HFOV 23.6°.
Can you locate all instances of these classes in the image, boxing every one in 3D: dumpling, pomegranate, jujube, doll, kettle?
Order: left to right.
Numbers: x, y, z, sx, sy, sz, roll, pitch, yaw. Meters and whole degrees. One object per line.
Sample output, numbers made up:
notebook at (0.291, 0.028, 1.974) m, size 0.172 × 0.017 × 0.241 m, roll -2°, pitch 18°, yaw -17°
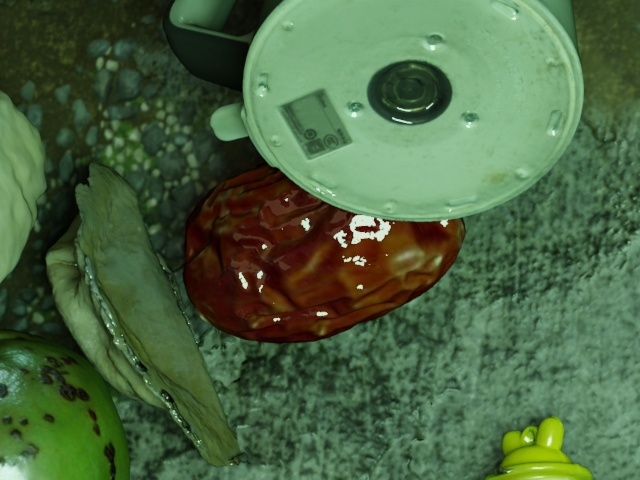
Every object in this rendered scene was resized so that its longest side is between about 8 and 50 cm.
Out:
pomegranate at (-0.281, 0.235, 1.329) m, size 0.291 × 0.291 × 0.323 m, roll -22°, pitch 91°, yaw 12°
dumpling at (-0.186, 0.070, 1.393) m, size 0.086 × 0.166 × 0.332 m, roll -36°, pitch 67°, yaw 21°
jujube at (0.000, 0.000, 1.339) m, size 0.250 × 0.174 × 0.174 m, roll -16°, pitch 73°, yaw 9°
kettle at (0.036, -0.218, 1.280) m, size 0.361 × 0.250 × 0.376 m, roll -17°, pitch 41°, yaw 23°
doll at (0.190, 0.265, 1.252) m, size 0.099 × 0.135 × 0.241 m, roll -3°, pitch 69°, yaw -10°

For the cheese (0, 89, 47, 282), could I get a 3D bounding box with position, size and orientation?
cheese at (-0.410, -0.018, 1.434) m, size 0.326 × 0.115 × 0.318 m, roll -41°, pitch 37°, yaw -18°
